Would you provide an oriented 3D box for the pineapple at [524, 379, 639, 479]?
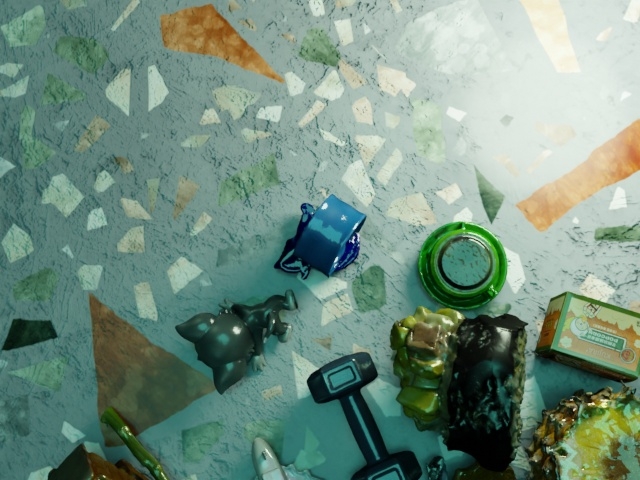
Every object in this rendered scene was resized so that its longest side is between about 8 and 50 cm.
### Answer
[{"bbox_3d":[0.602,0.465,1.769,0.352,0.300,0.352,0,82,3],"label":"pineapple"}]

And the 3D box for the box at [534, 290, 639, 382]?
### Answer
[{"bbox_3d":[0.599,0.215,1.873,0.195,0.177,0.148,19,82,5],"label":"box"}]

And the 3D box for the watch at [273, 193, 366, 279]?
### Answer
[{"bbox_3d":[0.009,-0.003,1.925,0.171,0.200,0.196,24,78,3],"label":"watch"}]

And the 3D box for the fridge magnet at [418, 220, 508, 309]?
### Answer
[{"bbox_3d":[0.329,0.057,1.955,0.208,0.088,0.208,0,81,2],"label":"fridge magnet"}]

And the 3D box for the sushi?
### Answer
[{"bbox_3d":[0.294,0.304,1.816,0.285,0.328,0.328,2,96,15],"label":"sushi"}]

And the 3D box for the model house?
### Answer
[{"bbox_3d":[-0.473,0.570,1.838,0.229,0.219,0.199,35,95,-20],"label":"model house"}]

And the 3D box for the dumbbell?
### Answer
[{"bbox_3d":[0.096,0.411,1.879,0.144,0.156,0.316,-30,78,27],"label":"dumbbell"}]

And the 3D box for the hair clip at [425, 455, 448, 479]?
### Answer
[{"bbox_3d":[0.239,0.568,1.854,0.052,0.124,0.195,14,81,0],"label":"hair clip"}]

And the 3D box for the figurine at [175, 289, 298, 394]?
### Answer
[{"bbox_3d":[-0.164,0.217,1.929,0.265,0.140,0.193,-23,97,13],"label":"figurine"}]

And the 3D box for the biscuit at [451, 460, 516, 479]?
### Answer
[{"bbox_3d":[0.358,0.565,1.864,0.182,0.034,0.215,-1,99,-9],"label":"biscuit"}]

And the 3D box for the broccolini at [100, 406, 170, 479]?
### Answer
[{"bbox_3d":[-0.371,0.543,1.926,0.074,0.079,0.392,-46,74,5],"label":"broccolini"}]

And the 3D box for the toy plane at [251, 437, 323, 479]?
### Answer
[{"bbox_3d":[-0.094,0.559,1.881,0.251,0.101,0.255,-20,80,-13],"label":"toy plane"}]
